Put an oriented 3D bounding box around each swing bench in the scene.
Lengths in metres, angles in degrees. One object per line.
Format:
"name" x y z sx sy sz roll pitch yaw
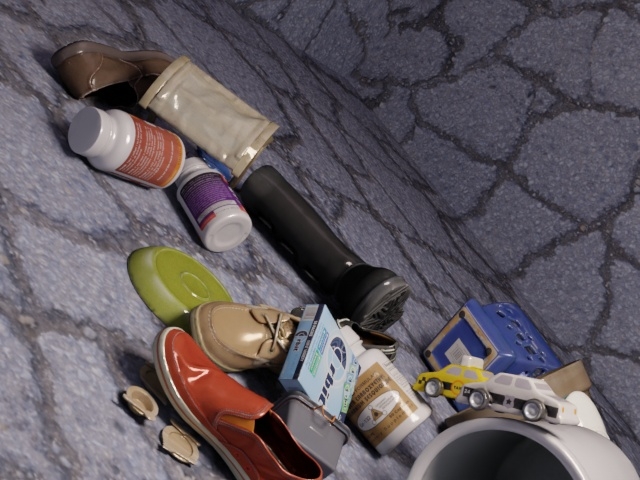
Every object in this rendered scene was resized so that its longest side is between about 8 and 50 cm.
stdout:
"swing bench" -0.236 -0.257 2.083 0.253 0.165 0.255 37 -8 -4

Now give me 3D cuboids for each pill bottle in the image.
"pill bottle" -0.372 -0.181 1.858 0.216 0.121 0.121 21 29 -53
"pill bottle" -0.227 -0.078 1.969 0.108 0.108 0.193 21 29 -52
"pill bottle" 0.090 0.277 1.819 0.229 0.131 0.131 48 17 13

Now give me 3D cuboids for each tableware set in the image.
"tableware set" -0.217 0.244 1.392 0.141 0.020 0.168 42 18 -7

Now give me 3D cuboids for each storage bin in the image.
"storage bin" -0.020 0.320 1.553 0.135 0.098 0.091 39 28 -15

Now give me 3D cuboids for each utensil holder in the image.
"utensil holder" 0.369 0.473 1.680 0.327 0.327 0.385 53 18 27

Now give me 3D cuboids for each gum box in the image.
"gum box" 0.003 0.227 1.654 0.184 0.041 0.156 61 37 -40

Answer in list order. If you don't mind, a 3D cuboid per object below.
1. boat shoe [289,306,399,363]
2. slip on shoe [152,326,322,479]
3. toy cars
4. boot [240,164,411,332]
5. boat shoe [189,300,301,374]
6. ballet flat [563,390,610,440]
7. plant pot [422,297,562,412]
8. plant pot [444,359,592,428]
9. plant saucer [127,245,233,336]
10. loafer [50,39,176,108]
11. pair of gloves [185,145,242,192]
"boat shoe" 0.045 0.183 1.931 0.233 0.079 0.084 25 38 12
"slip on shoe" -0.119 0.252 1.406 0.331 0.101 0.123 51 21 2
"toy cars" 0.296 0.249 1.662 0.177 0.087 0.394 12 -6 -14
"boot" 0.000 0.001 2.118 0.445 0.146 0.367 52 -10 13
"boat shoe" -0.092 0.160 1.657 0.341 0.110 0.121 19 56 -57
"ballet flat" 0.518 0.499 1.876 0.139 0.400 0.139 9 -5 1
"plant pot" 0.400 0.291 2.341 0.212 0.236 0.236 18 29 -41
"plant pot" 0.468 0.446 2.073 0.323 0.323 0.280 2 62 -65
"plant saucer" -0.229 0.090 1.695 0.241 0.037 0.241 40 17 -15
"loafer" -0.436 -0.342 2.132 0.366 0.134 0.130 -5 74 -56
"pair of gloves" -0.246 -0.159 2.264 0.159 0.023 0.198 43 16 -2
